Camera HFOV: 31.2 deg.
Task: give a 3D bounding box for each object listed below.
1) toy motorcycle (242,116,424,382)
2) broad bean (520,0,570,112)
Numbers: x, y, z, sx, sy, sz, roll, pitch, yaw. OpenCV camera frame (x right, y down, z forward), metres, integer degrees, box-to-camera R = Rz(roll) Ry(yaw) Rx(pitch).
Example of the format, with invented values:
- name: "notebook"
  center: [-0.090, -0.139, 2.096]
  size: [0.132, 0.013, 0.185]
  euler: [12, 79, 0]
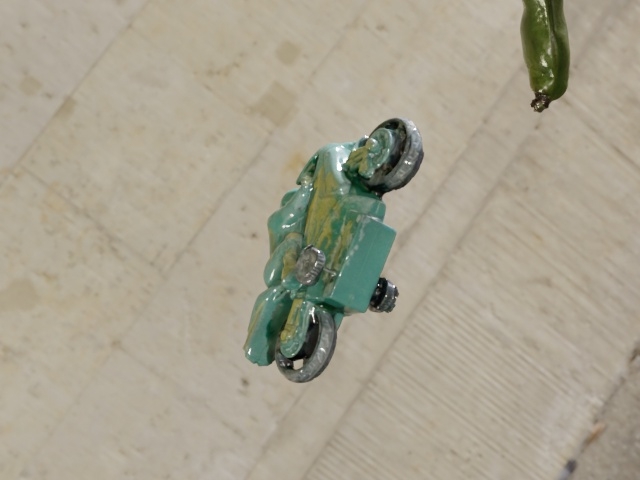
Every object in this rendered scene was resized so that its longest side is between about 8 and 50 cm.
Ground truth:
- name: "toy motorcycle"
  center: [-0.001, 0.002, 1.219]
  size: [0.198, 0.109, 0.296]
  euler: [11, 78, 56]
- name: "broad bean"
  center: [0.158, -0.222, 0.873]
  size: [0.053, 0.256, 0.052]
  euler: [-30, 31, -26]
